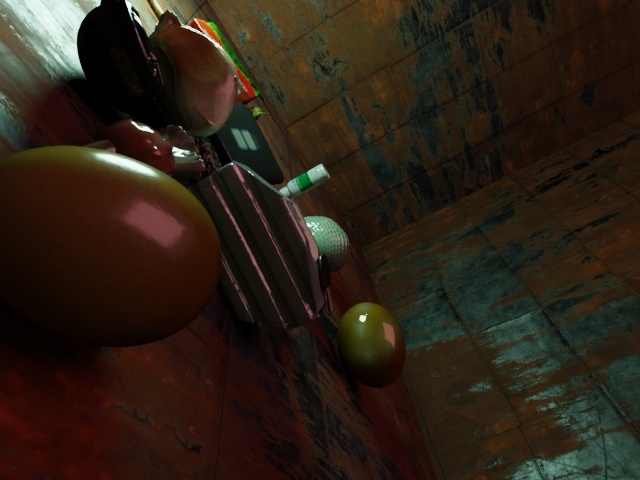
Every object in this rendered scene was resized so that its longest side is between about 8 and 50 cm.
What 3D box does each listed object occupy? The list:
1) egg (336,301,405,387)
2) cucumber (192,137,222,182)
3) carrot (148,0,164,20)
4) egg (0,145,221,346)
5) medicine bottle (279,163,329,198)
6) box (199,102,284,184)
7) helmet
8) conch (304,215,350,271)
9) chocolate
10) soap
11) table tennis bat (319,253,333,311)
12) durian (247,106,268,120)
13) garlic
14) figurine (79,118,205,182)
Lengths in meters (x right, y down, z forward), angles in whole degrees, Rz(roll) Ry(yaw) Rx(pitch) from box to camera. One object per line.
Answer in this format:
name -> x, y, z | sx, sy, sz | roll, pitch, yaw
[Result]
egg -> 0.213, 0.433, 1.710 | 0.282, 0.282, 0.351 | 41, 25, -61
cucumber -> -0.291, -0.128, 1.208 | 0.360, 0.096, 0.096 | 62, 12, -2
carrot -> -0.640, -0.910, 1.587 | 0.165, 0.035, 0.036 | 57, 13, -15
egg -> -0.286, 0.010, 0.554 | 0.322, 0.250, 0.250 | 34, 29, -46
medicine bottle -> -0.083, -0.289, 2.081 | 0.095, 0.260, 0.095 | 56, 13, -20
box -> -0.299, -0.350, 1.523 | 0.359, 0.091, 0.350 | 64, 26, -3
helmet -> -0.453, -0.393, 0.938 | 0.231, 0.160, 0.279 | -121, -160, -51
conch -> 0.015, -0.007, 2.036 | 0.319, 0.215, 0.303 | 52, 5, -46
chocolate -> -0.429, -0.726, 1.732 | 0.360, 0.161, 0.341 | 53, 14, -20
soap -> -0.155, 0.018, 1.078 | 0.446, 0.261, 0.156 | 62, 9, 0
table tennis bat -> 0.017, 0.114, 1.106 | 0.087, 0.013, 0.157 | 8, 74, -77
durian -> -0.337, -0.485, 1.734 | 0.132, 0.106, 0.375 | 49, 38, -17
garlic -> -0.370, -0.436, 1.150 | 0.313, 0.286, 0.249 | 64, 23, -10
figurine -> -0.368, -0.161, 0.851 | 0.207, 0.166, 0.387 | 28, 16, 0
